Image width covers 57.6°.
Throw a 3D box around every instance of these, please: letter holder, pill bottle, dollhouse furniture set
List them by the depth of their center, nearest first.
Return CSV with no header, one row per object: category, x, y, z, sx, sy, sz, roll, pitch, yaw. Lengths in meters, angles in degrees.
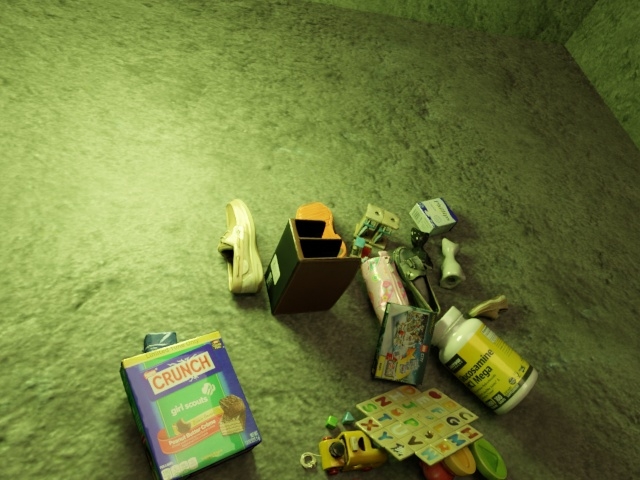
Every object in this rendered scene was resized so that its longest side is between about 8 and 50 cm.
letter holder,-0.024,0.084,1.786,0.214,0.302,0.152,1,54,-22
pill bottle,0.503,0.374,1.855,0.334,0.188,0.188,42,50,13
dollhouse furniture set,0.190,-0.005,2.060,0.129,0.129,0.184,22,48,-5

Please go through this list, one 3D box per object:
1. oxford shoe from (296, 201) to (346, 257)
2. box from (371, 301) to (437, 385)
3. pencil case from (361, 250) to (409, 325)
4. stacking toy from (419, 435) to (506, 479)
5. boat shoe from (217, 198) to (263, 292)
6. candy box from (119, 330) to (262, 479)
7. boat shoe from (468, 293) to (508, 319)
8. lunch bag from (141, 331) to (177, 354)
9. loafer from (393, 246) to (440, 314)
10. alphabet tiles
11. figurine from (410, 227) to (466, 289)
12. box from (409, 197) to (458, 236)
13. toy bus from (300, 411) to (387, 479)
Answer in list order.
oxford shoe,0.000,0.000,1.999,0.130,0.133,0.364,-15,41,-4
box,0.259,0.319,1.803,0.159,0.044,0.233,13,88,-13
pencil case,0.226,0.180,1.938,0.124,0.124,0.284,-1,55,-23
stacking toy,0.437,0.708,1.638,0.279,0.130,0.309,15,36,-49
boat shoe,-0.269,0.011,1.863,0.110,0.122,0.341,-2,56,-25
candy box,-0.335,0.425,1.491,0.268,0.122,0.317,-15,67,-31
boat shoe,0.610,0.249,2.082,0.190,0.068,0.072,-16,73,-32
lunch bag,-0.443,0.296,1.602,0.098,0.067,0.065,-2,55,-24
loafer,0.339,0.138,1.982,0.096,0.084,0.268,-25,87,-15
alphabet tiles,0.279,0.511,1.651,0.342,0.011,0.285,-9,26,-39
figurine,0.426,0.055,2.145,0.214,0.092,0.209,19,45,-9
box,0.443,-0.091,2.271,0.137,0.072,0.126,-14,61,-31
toy bus,0.081,0.568,1.582,0.191,0.104,0.202,37,49,8
